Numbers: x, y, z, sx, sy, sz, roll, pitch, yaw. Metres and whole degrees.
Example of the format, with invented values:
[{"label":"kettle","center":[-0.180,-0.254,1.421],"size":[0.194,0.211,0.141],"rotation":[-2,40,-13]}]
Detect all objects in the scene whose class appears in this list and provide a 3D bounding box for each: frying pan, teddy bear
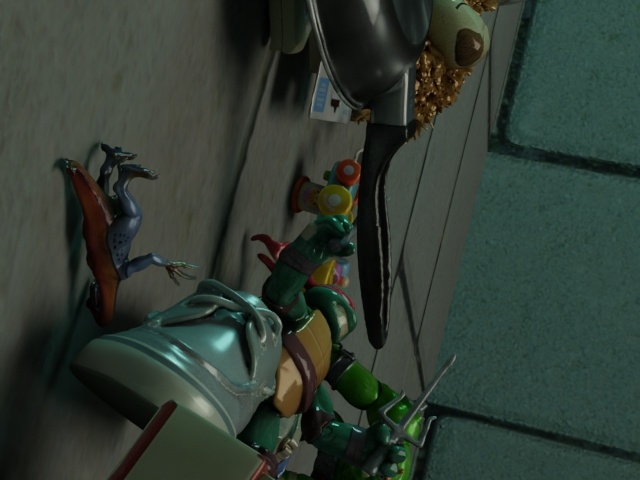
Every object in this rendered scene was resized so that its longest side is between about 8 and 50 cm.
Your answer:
[{"label":"frying pan","center":[0.027,-0.109,0.945],"size":[0.197,0.053,0.326],"rotation":[26,62,-71]},{"label":"teddy bear","center":[0.098,-0.242,1.327],"size":[0.245,0.113,0.338],"rotation":[90,15,-46]}]

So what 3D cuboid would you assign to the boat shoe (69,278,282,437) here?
[{"label":"boat shoe","center":[-0.059,0.055,0.785],"size":[0.081,0.079,0.227],"rotation":[-54,177,-7]}]

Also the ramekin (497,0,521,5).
[{"label":"ramekin","center":[0.216,-0.342,1.472],"size":[0.277,0.135,0.277],"rotation":[179,-90,-72]}]

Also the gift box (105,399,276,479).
[{"label":"gift box","center":[-0.049,0.244,0.654],"size":[0.276,0.258,0.255],"rotation":[-51,162,-25]}]

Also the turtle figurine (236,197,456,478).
[{"label":"turtle figurine","center":[-0.012,0.082,1.049],"size":[0.234,0.118,0.175],"rotation":[-49,121,-44]}]

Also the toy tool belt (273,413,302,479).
[{"label":"toy tool belt","center":[-0.039,0.148,1.199],"size":[0.051,0.052,0.083],"rotation":[78,25,-50]}]

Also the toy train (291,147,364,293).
[{"label":"toy train","center":[0.000,0.000,1.270],"size":[0.125,0.046,0.166],"rotation":[-61,164,-66]}]

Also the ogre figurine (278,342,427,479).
[{"label":"ogre figurine","center":[0.018,0.184,1.387],"size":[0.097,0.118,0.197],"rotation":[91,14,-53]}]

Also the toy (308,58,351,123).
[{"label":"toy","center":[0.052,-0.191,1.123],"size":[0.137,0.056,0.237],"rotation":[-9,110,-77]}]

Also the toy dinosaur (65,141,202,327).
[{"label":"toy dinosaur","center":[-0.098,0.000,0.736],"size":[0.090,0.047,0.082],"rotation":[3,111,-48]}]

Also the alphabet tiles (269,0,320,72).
[{"label":"alphabet tiles","center":[0.013,-0.257,1.057],"size":[0.278,0.021,0.284],"rotation":[88,17,-50]}]
